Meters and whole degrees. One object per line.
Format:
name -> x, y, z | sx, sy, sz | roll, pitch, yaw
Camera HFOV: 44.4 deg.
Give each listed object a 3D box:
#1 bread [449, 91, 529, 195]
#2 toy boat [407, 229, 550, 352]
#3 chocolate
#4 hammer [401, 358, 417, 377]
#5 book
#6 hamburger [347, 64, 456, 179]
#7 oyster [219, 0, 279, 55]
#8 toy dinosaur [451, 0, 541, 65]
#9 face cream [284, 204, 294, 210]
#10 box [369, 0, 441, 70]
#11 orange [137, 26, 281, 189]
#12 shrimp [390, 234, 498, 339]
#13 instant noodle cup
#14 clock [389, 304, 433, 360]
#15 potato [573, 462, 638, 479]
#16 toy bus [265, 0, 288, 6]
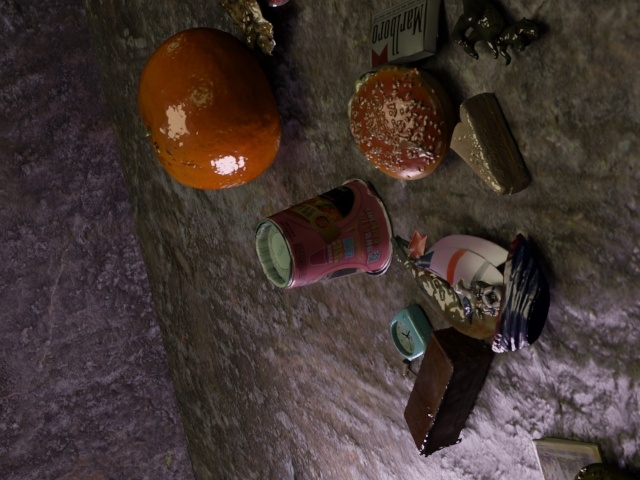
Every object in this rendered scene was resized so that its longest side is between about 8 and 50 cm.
bread -> 0.296, -0.162, 1.327 | 0.152, 0.077, 0.105 | 50, 146, 33
toy boat -> 0.298, 0.054, 1.440 | 0.318, 0.072, 0.219 | 53, 134, 30
chocolate -> 0.258, 0.319, 1.663 | 0.321, 0.112, 0.112 | 98, 150, -41
hammer -> 0.226, 0.317, 1.807 | 0.110, 0.019, 0.035 | 38, 138, 43
book -> 0.478, 0.458, 1.444 | 0.168, 0.013, 0.192 | -18, 91, 62
hamburger -> 0.154, -0.221, 1.474 | 0.237, 0.147, 0.236 | 36, 136, 44
oyster -> -0.171, -0.540, 1.869 | 0.214, 0.083, 0.223 | 58, 172, 12
toy dinosaur -> 0.295, -0.379, 1.264 | 0.187, 0.087, 0.178 | 33, 99, 29
face cream -> -0.050, -0.042, 2.068 | 0.130, 0.034, 0.034 | 51, 146, 36
box -> 0.155, -0.385, 1.453 | 0.177, 0.036, 0.115 | 0, 85, 61
orange -> -0.288, -0.321, 1.977 | 0.424, 0.326, 0.424 | 57, 167, 21
shrimp -> 0.249, 0.068, 1.575 | 0.317, 0.062, 0.164 | 46, 136, 33
instant noodle cup -> 0.000, 0.000, 1.772 | 0.244, 0.255, 0.243 | 34, 132, 48
clock -> 0.199, 0.215, 1.766 | 0.108, 0.045, 0.147 | 63, 152, 16
potato -> 0.514, 0.463, 1.273 | 0.251, 0.113, 0.149 | 45, 139, 43
toy bus -> -0.123, -0.613, 1.816 | 0.174, 0.079, 0.077 | 57, 157, 25
